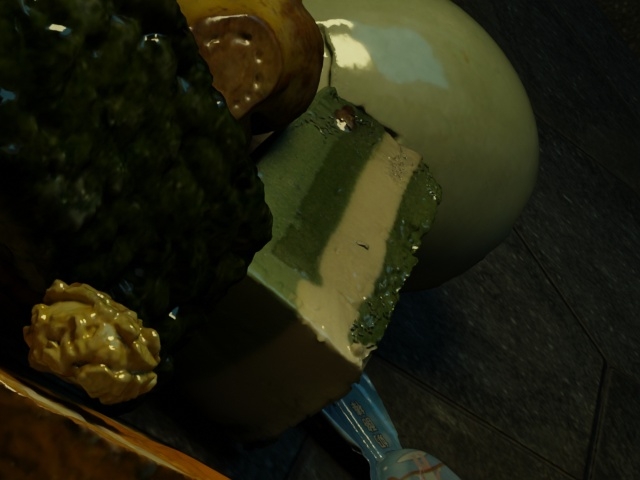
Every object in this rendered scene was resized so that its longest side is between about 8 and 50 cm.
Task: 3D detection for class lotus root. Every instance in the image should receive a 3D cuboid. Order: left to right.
[{"bbox_3d":[-0.090,-0.129,1.448,0.193,0.193,0.291,45,-8,-7],"label":"lotus root"}]

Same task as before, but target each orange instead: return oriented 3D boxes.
[{"bbox_3d":[-0.141,0.127,1.054,0.274,0.274,0.310,53,35,12],"label":"orange"}]

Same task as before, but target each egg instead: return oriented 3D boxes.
[{"bbox_3d":[0.026,-0.105,1.714,0.336,0.278,0.278,32,26,-31],"label":"egg"}]

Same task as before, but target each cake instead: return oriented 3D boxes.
[{"bbox_3d":[0.003,-0.004,1.450,0.158,0.172,0.283,44,65,-9],"label":"cake"}]

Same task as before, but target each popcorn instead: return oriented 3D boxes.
[{"bbox_3d":[-0.126,0.059,1.085,0.083,0.057,0.082,34,-9,-36],"label":"popcorn"}]

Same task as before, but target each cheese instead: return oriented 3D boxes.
[{"bbox_3d":[0.074,0.204,1.588,0.244,0.052,0.135,54,23,16],"label":"cheese"}]

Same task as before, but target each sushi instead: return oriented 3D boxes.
[{"bbox_3d":[-0.201,-0.083,1.206,0.294,0.178,0.352,25,-27,41],"label":"sushi"}]
